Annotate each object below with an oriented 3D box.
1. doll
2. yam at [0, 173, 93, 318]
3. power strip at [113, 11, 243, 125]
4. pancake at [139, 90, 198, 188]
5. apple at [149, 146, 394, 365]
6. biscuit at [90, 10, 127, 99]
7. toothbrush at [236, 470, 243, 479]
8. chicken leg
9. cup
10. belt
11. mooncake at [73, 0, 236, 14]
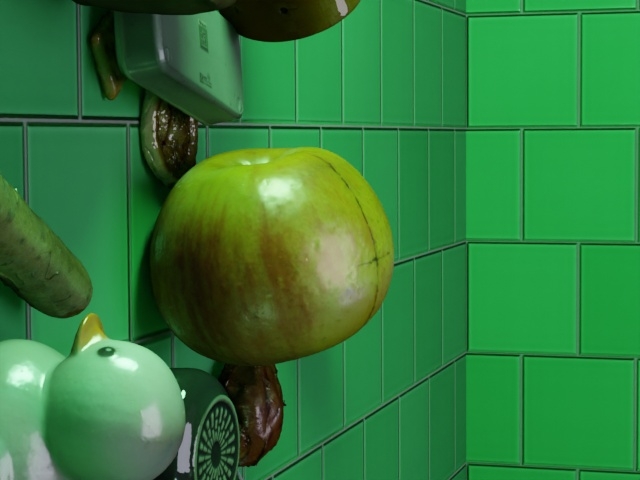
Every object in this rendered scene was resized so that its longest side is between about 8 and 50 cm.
[{"bbox_3d":[-0.221,0.189,1.452,0.221,0.221,0.251,4,87,-73],"label":"doll"},{"bbox_3d":[-0.295,-0.028,1.420,0.371,0.083,0.083,60,35,-57],"label":"yam"},{"bbox_3d":[-0.159,-0.248,1.828,0.265,0.059,0.193,28,56,-69],"label":"power strip"},{"bbox_3d":[-0.172,-0.139,1.910,0.158,0.028,0.158,0,90,-73],"label":"pancake"},{"bbox_3d":[-0.057,0.012,1.881,0.286,0.286,0.233,-48,128,-66],"label":"apple"},{"bbox_3d":[-0.222,-0.205,1.758,0.083,0.018,0.081,-68,154,-50],"label":"biscuit"},{"bbox_3d":[-0.116,0.299,2.148,0.013,0.011,0.131,-55,148,-26],"label":"toothbrush"},{"bbox_3d":[-0.089,0.148,2.117,0.113,0.093,0.304,45,42,-50],"label":"chicken leg"},{"bbox_3d":[-0.187,0.231,1.620,0.169,0.177,0.223,66,32,-59],"label":"cup"},{"bbox_3d":[-0.048,-0.334,1.952,0.105,0.184,0.261,62,-5,-32],"label":"belt"},{"bbox_3d":[-0.190,-0.407,1.573,0.378,0.201,0.378,-3,90,-70],"label":"mooncake"}]
